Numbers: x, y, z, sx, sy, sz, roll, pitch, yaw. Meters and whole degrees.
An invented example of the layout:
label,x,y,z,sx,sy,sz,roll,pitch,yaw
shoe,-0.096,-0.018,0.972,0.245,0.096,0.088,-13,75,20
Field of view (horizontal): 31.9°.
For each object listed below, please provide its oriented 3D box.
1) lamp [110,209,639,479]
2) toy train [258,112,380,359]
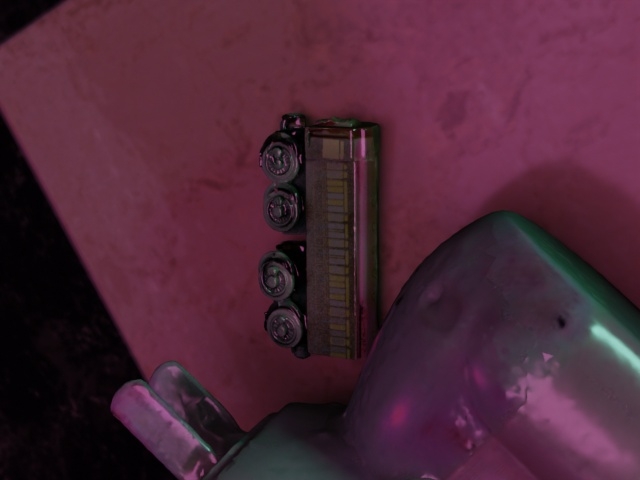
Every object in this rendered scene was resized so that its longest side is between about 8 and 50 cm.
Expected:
label,x,y,z,sx,sy,sz,roll,pitch,yaw
lamp,0.025,0.120,0.574,0.247,0.247,0.301,43,103,3
toy train,0.000,0.000,0.654,0.070,0.038,0.148,4,103,18
